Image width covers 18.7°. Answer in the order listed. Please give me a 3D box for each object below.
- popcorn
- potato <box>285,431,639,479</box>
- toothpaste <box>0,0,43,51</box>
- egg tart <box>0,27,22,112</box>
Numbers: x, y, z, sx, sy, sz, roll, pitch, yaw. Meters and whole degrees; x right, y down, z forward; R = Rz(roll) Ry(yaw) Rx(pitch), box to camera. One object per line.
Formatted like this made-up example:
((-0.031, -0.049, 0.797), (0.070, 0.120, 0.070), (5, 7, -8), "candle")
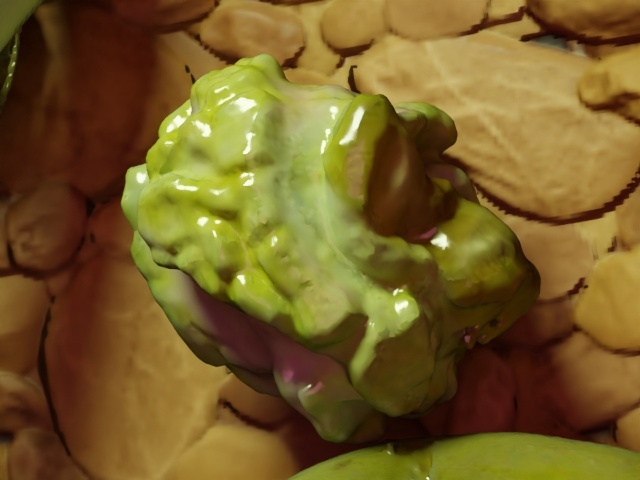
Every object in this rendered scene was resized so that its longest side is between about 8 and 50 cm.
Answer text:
((0.000, 0.000, 0.698), (0.126, 0.126, 0.145), (-41, 63, 7), "popcorn")
((0.067, 0.142, 0.648), (0.200, 0.137, 0.155), (4, 86, 2), "potato")
((-0.158, -0.057, 0.697), (0.058, 0.056, 0.314), (-1, 43, 42), "toothpaste")
((-0.183, -0.080, 0.775), (0.130, 0.052, 0.130), (-1, 79, 5), "egg tart")
